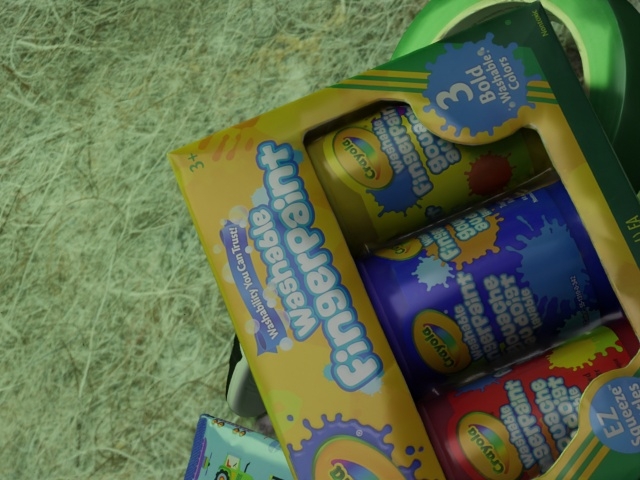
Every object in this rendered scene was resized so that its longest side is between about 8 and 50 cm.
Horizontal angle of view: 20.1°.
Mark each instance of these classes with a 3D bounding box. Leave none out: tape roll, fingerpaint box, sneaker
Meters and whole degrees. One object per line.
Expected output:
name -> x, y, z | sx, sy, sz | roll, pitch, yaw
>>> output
tape roll -> 0.198, -0.128, 1.849 | 0.321, 0.077, 0.321 | -16, 66, 39
fingerpaint box -> 0.116, 0.062, 1.609 | 0.371, 0.163, 0.445 | -22, 69, 0
sneaker -> -0.063, 0.072, 1.942 | 0.121, 0.079, 0.217 | 37, 107, 45

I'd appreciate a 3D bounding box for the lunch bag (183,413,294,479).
lunch bag -> -0.056, 0.347, 1.749 | 0.221, 0.138, 0.293 | 16, 80, 40
